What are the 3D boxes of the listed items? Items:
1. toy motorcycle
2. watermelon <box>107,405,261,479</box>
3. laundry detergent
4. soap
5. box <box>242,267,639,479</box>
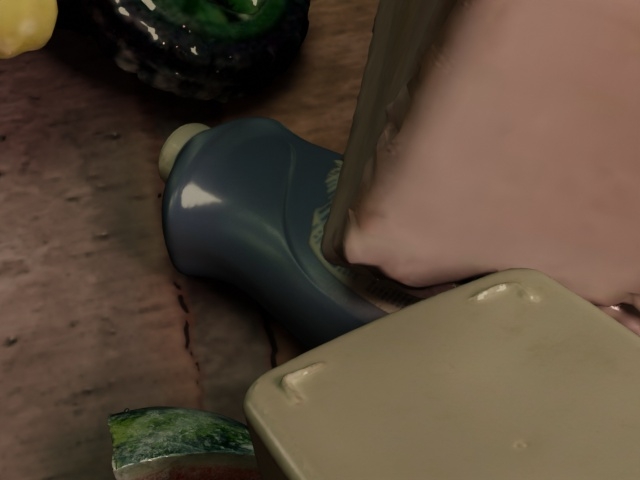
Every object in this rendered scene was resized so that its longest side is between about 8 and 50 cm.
[{"bbox_3d":[-0.180,-0.229,0.802,0.237,0.168,0.410,-11,58,-43],"label":"toy motorcycle"},{"bbox_3d":[-0.049,0.097,0.589,0.085,0.085,0.061,19,90,25],"label":"watermelon"},{"bbox_3d":[0.000,-0.001,0.664,0.206,0.061,0.097,31,57,33],"label":"laundry detergent"},{"bbox_3d":[0.208,-0.162,0.655,0.350,0.213,0.435,11,44,-1],"label":"soap"},{"bbox_3d":[0.071,0.110,0.461,0.148,0.129,0.210,-23,29,-16],"label":"box"}]
